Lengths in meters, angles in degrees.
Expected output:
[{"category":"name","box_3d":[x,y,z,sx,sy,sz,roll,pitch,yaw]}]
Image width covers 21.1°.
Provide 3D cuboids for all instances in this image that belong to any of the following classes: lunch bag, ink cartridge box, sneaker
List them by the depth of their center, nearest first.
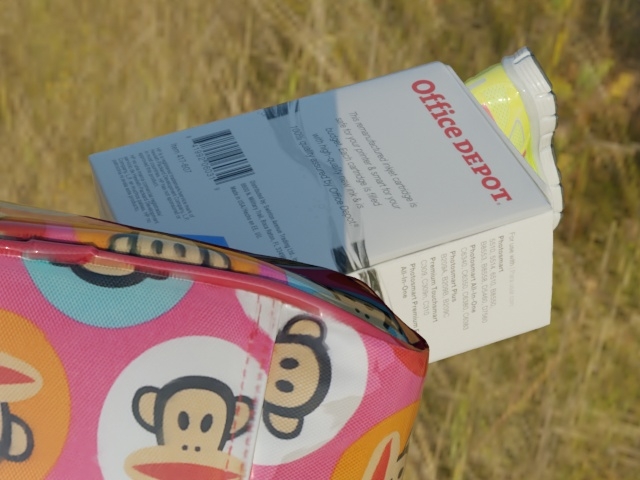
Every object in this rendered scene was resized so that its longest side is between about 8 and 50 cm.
[{"category":"lunch bag","box_3d":[-0.123,0.038,0.659,0.293,0.120,0.258,10,5,-14]},{"category":"ink cartridge box","box_3d":[0.000,0.000,0.882,0.203,0.086,0.148,-16,41,-12]},{"category":"sneaker","box_3d":[0.145,-0.070,1.430,0.094,0.208,0.081,-21,47,-6]}]
